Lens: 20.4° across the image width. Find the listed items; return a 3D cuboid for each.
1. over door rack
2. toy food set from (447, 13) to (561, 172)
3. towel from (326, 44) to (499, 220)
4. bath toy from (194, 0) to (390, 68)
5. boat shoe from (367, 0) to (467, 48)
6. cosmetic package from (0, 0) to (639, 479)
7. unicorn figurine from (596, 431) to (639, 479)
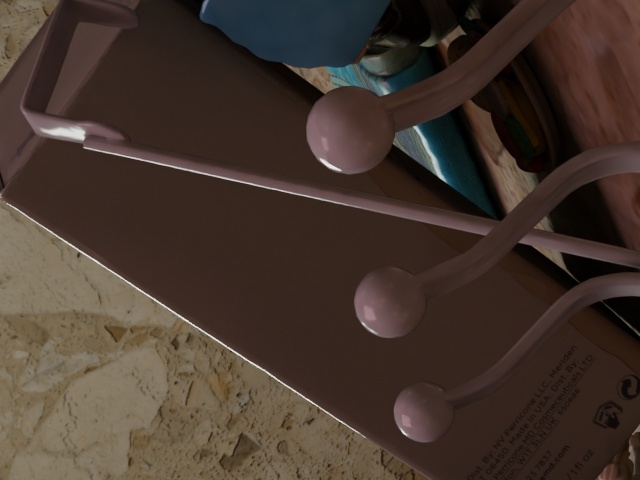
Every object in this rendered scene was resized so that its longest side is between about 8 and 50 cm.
[{"bbox_3d":[0.003,-0.035,0.551,0.324,0.108,0.239,24,162,17],"label":"over door rack"},{"bbox_3d":[0.086,-0.068,0.831,0.083,0.020,0.082,62,176,11],"label":"toy food set"},{"bbox_3d":[0.070,-0.025,1.180,0.370,0.040,0.271,64,176,-32],"label":"towel"},{"bbox_3d":[-0.043,-0.196,0.802,0.129,0.151,0.348,23,-165,-20],"label":"bath toy"},{"bbox_3d":[0.003,-0.130,0.922,0.095,0.095,0.257,63,176,-10],"label":"boat shoe"},{"bbox_3d":[0.000,0.000,0.840,0.309,0.113,0.160,36,-174,-22],"label":"cosmetic package"},{"bbox_3d":[0.175,0.166,0.959,0.162,0.060,0.111,51,-165,-30],"label":"unicorn figurine"}]
